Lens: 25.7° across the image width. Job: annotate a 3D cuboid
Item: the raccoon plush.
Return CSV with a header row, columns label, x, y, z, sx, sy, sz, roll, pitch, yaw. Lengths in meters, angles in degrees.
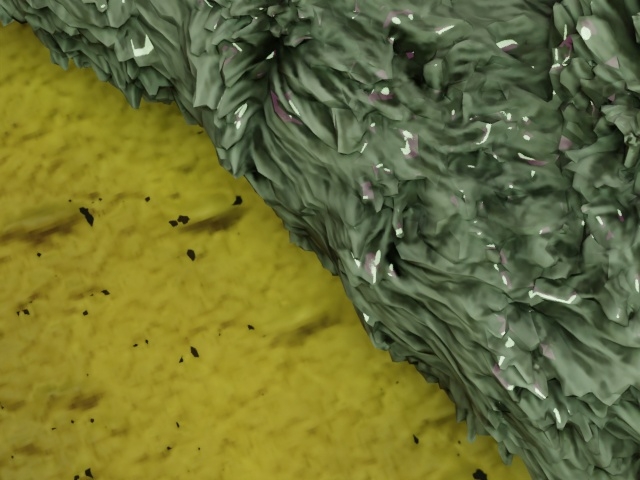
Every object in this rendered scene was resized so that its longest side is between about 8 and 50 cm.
label,x,y,z,sx,sy,sz,roll,pitch,yaw
raccoon plush,0.000,0.000,0.412,0.299,0.216,0.447,-4,71,7
